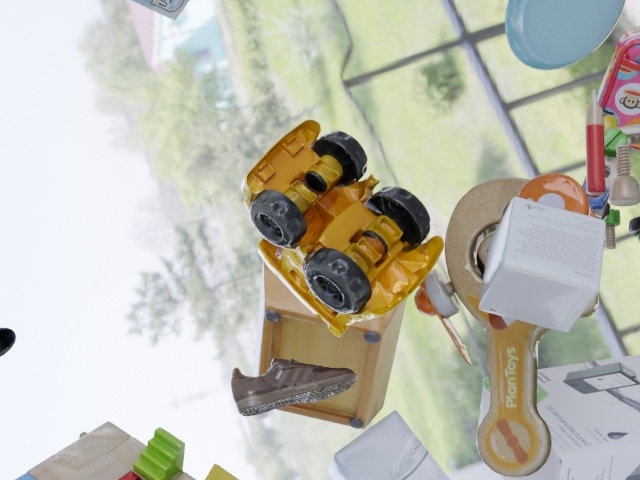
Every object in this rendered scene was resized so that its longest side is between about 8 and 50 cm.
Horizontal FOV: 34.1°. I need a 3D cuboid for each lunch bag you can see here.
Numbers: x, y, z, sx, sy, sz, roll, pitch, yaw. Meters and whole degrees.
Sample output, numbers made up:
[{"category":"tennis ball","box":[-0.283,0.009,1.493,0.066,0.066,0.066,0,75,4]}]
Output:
[{"category":"lunch bag","box":[0.697,-0.291,2.010,0.120,0.293,0.258,-67,-9,-60]}]

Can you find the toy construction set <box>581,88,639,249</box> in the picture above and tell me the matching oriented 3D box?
[{"category":"toy construction set","box":[0.451,-0.144,1.443,0.309,0.257,0.237,19,-112,-51]}]

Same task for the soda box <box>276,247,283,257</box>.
[{"category":"soda box","box":[-0.009,0.039,1.718,0.092,0.083,0.263,-9,111,56]}]

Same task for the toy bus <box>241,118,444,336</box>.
[{"category":"toy bus","box":[0.000,0.000,1.210,0.220,0.149,0.211,45,151,0]}]

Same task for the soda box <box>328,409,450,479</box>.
[{"category":"soda box","box":[0.133,0.344,1.208,0.286,0.098,0.091,52,162,18]}]

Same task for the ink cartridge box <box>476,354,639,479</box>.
[{"category":"ink cartridge box","box":[0.369,0.250,1.342,0.198,0.273,0.114,-133,41,-60]}]

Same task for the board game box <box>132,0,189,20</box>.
[{"category":"board game box","box":[-0.261,-0.467,1.389,0.336,0.254,0.079,16,-149,-48]}]

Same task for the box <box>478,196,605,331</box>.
[{"category":"box","box":[0.227,0.026,1.071,0.101,0.102,0.087,104,-178,-59]}]

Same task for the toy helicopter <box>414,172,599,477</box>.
[{"category":"toy helicopter","box":[0.209,0.098,1.230,0.140,0.235,0.355,35,-126,-64]}]

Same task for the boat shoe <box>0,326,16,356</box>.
[{"category":"boat shoe","box":[-0.418,0.135,1.262,0.049,0.040,0.142,59,-164,-4]}]

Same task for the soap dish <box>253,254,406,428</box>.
[{"category":"soap dish","box":[0.004,0.170,1.665,0.118,0.229,0.291,-72,-8,-47]}]

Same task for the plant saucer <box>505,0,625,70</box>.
[{"category":"plant saucer","box":[0.537,-0.515,2.259,0.318,0.044,0.317,-19,63,45]}]

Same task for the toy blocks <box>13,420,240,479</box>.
[{"category":"toy blocks","box":[-0.263,0.387,1.301,0.381,0.261,0.190,27,125,28]}]

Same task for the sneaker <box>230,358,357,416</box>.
[{"category":"sneaker","box":[-0.037,0.195,1.489,0.066,0.188,0.071,-56,49,53]}]
